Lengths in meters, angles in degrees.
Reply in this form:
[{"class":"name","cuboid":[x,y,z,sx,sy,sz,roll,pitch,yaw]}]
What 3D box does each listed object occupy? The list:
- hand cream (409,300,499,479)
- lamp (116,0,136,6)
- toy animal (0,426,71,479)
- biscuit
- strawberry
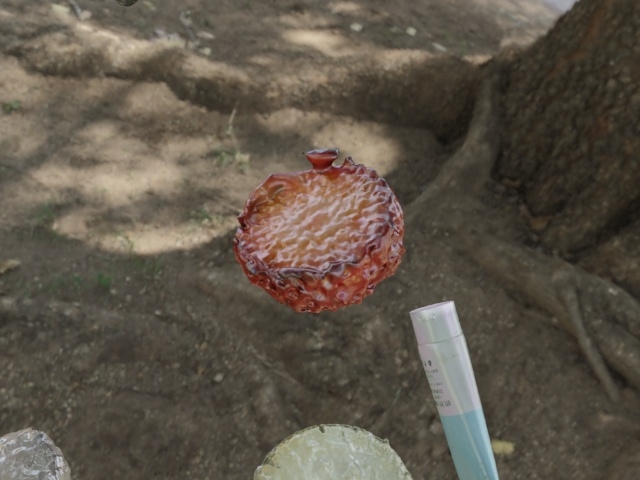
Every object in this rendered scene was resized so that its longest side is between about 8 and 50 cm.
[{"class":"hand cream","cuboid":[0.207,0.246,1.274,0.070,0.111,0.312,-16,89,-22]},{"class":"lamp","cuboid":[-0.061,-0.266,0.382,0.272,0.205,0.374,53,-16,-28]},{"class":"toy animal","cuboid":[-0.343,0.391,0.901,0.226,0.188,0.358,-15,64,-5]},{"class":"biscuit","cuboid":[-0.007,0.371,1.289,0.281,0.084,0.179,-29,77,-26]},{"class":"strawberry","cuboid":[0.000,0.000,0.709,0.145,0.086,0.145,-3,51,4]}]
